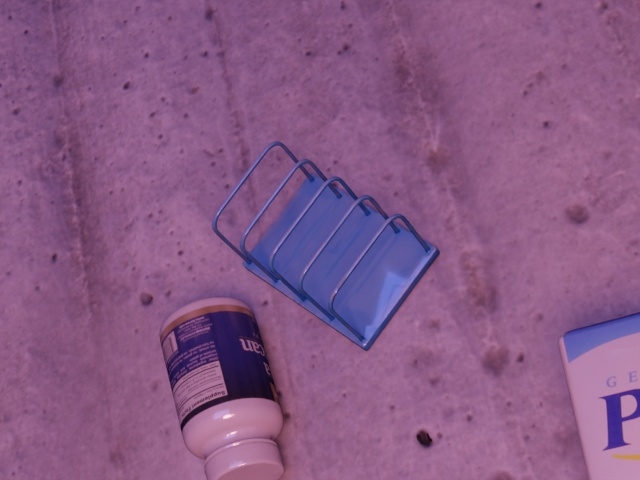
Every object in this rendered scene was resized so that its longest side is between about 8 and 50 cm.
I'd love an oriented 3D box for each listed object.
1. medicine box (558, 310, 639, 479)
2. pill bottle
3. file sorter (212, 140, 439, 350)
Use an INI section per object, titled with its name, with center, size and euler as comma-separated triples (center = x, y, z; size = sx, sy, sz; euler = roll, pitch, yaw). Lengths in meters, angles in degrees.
[medicine box]
center = 0.340, 0.186, 0.913
size = 0.264, 0.149, 0.289
euler = -17, 61, 16
[pill bottle]
center = -0.088, 0.145, 1.162
size = 0.094, 0.094, 0.169
euler = -25, 58, 12
[file sorter]
center = 0.000, 0.000, 1.187
size = 0.170, 0.104, 0.118
euler = 33, 83, 33
